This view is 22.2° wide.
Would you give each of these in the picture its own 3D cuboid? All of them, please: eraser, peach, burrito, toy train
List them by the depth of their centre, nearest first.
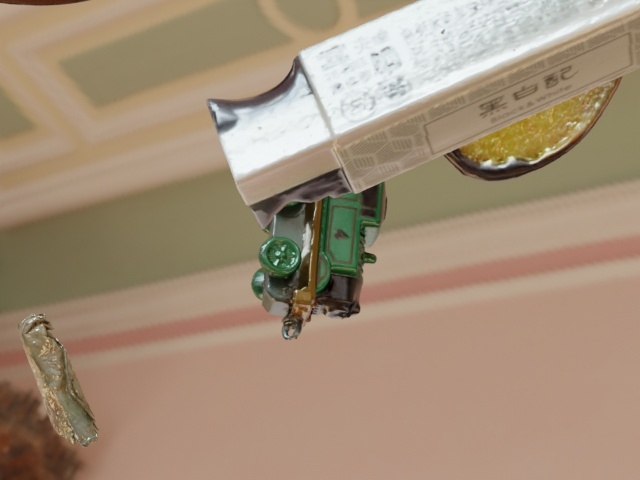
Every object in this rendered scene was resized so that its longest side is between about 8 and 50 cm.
[{"bbox_3d":[0.114,-0.139,1.317,0.404,0.098,0.096,-23,-29,3],"label":"eraser"},{"bbox_3d":[0.207,-0.188,1.599,0.189,0.279,0.068,40,7,3],"label":"peach"},{"bbox_3d":[-0.274,0.146,1.702,0.055,0.041,0.149,-22,-89,63],"label":"burrito"},{"bbox_3d":[0.000,0.000,1.728,0.136,0.227,0.091,6,-25,-7],"label":"toy train"}]

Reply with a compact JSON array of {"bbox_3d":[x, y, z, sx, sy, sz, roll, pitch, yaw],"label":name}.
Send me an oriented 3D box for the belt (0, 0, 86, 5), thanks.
[{"bbox_3d":[-0.311,-0.366,1.697,0.339,0.122,0.217,5,-53,-6],"label":"belt"}]
